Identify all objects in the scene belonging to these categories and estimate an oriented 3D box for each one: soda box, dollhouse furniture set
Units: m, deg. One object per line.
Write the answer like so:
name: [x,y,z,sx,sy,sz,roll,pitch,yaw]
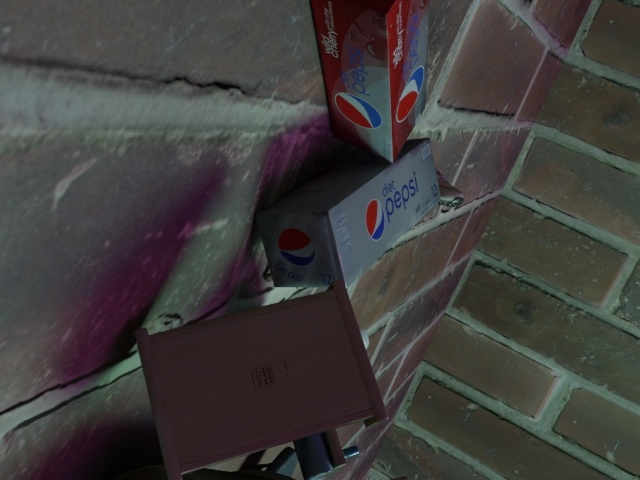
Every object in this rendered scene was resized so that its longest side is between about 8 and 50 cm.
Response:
soda box: [0.058,-0.193,0.787,0.092,0.083,0.263,-58,162,-18]
soda box: [0.045,-0.041,0.903,0.286,0.098,0.091,-38,120,-52]
dollhouse furniture set: [-0.062,0.215,0.786,0.198,0.286,0.303,-13,162,-15]

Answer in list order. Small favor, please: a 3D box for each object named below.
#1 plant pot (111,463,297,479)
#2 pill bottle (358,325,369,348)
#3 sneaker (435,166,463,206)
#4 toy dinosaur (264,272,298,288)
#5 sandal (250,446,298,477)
plant pot: [-0.125,0.377,0.803,0.323,0.323,0.280,-56,146,-20]
pill bottle: [0.021,0.204,1.277,0.152,0.086,0.086,-43,155,-49]
sneaker: [0.138,-0.100,1.060,0.057,0.161,0.075,4,107,-45]
toy dinosaur: [0.000,0.000,0.963,0.183,0.053,0.092,-55,160,-24]
sandal: [-0.132,0.432,1.244,0.254,0.054,0.097,-42,153,-26]
